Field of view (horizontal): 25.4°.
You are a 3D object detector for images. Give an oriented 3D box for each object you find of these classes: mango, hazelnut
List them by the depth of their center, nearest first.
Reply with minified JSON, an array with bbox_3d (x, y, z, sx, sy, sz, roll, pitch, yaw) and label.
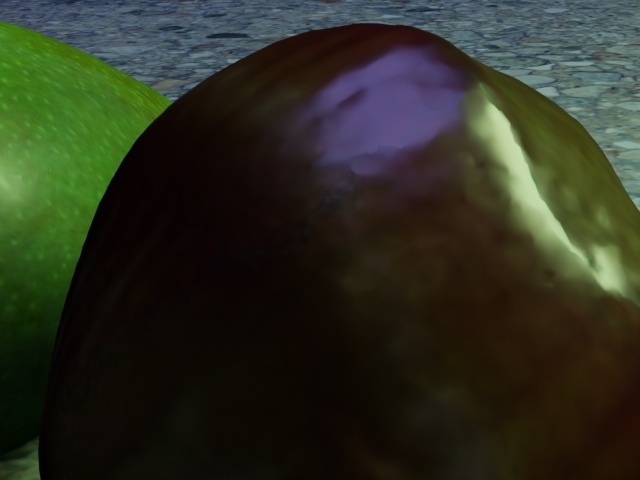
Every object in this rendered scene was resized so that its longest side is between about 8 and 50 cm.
[{"bbox_3d":[0.008,0.047,0.459,0.229,0.230,0.229,-1,17,0],"label":"hazelnut"},{"bbox_3d":[-0.166,0.000,0.603,0.225,0.201,0.382,-3,0,42],"label":"mango"}]
